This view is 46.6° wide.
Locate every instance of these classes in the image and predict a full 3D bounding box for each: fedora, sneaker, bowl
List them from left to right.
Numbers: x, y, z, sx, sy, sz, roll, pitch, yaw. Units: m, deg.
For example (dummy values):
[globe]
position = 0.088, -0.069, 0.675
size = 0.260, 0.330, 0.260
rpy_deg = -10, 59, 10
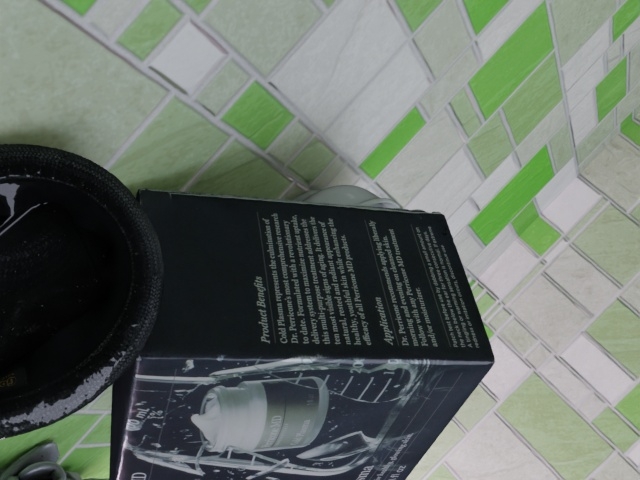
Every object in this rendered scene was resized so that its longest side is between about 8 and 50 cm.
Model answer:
[fedora]
position = -0.351, 0.055, 0.840
size = 0.334, 0.334, 0.152
rpy_deg = -34, -173, -22
[sneaker]
position = -0.478, 0.483, 1.387
size = 0.210, 0.137, 0.365
rpy_deg = -51, 152, 22
[bowl]
position = 0.000, 0.000, 1.367
size = 0.297, 0.134, 0.298
rpy_deg = -34, 154, -19

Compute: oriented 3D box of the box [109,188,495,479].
[box]
position = -0.070, 0.196, 1.153
size = 0.471, 0.297, 0.480
rpy_deg = 5, 136, -16
